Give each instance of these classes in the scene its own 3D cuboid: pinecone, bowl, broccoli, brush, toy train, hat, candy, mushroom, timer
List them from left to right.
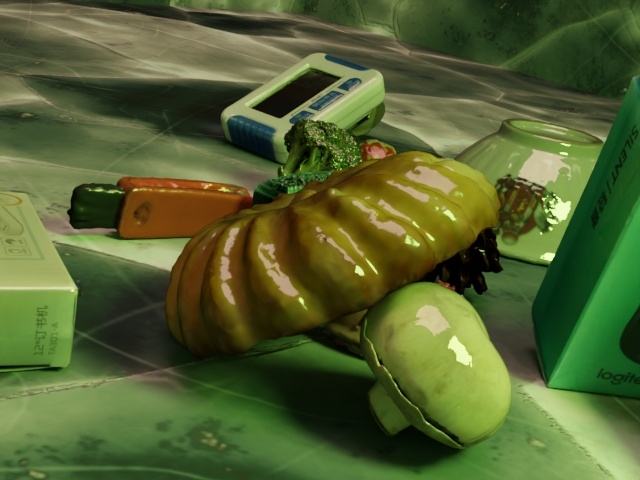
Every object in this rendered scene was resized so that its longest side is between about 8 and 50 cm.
[{"bbox_3d":[-0.149,-0.039,1.251,0.323,0.070,0.051,-3,26,-37],"label":"brush"},{"bbox_3d":[-0.026,-0.221,1.743,0.178,0.078,0.253,25,51,39],"label":"timer"},{"bbox_3d":[-0.014,-0.037,1.265,0.172,0.099,0.070,-8,25,-42],"label":"toy train"},{"bbox_3d":[0.001,-0.099,1.419,0.138,0.145,0.162,-40,24,-16],"label":"broccoli"},{"bbox_3d":[0.047,-0.204,1.883,0.166,0.144,0.173,-5,-31,22],"label":"hat"},{"bbox_3d":[0.095,-0.059,1.475,0.078,0.084,0.287,3,29,-12],"label":"candy"},{"bbox_3d":[0.090,0.109,0.851,0.154,0.122,0.154,48,10,-11],"label":"mushroom"},{"bbox_3d":[0.141,0.007,1.182,0.121,0.140,0.140,-16,23,-9],"label":"pinecone"},{"bbox_3d":[0.324,-0.087,1.510,0.337,0.157,0.337,10,18,-3],"label":"bowl"}]

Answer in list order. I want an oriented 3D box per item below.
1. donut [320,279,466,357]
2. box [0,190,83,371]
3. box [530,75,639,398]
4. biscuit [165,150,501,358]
[{"bbox_3d":[0.087,0.079,1.026,0.166,0.065,0.117,-3,21,-30],"label":"donut"},{"bbox_3d":[-0.312,0.029,0.940,0.135,0.079,0.269,1,20,-25],"label":"box"},{"bbox_3d":[0.342,0.013,0.959,0.205,0.311,0.118,7,41,-8],"label":"box"},{"bbox_3d":[0.000,0.000,0.940,0.326,0.107,0.326,-22,10,4],"label":"biscuit"}]
